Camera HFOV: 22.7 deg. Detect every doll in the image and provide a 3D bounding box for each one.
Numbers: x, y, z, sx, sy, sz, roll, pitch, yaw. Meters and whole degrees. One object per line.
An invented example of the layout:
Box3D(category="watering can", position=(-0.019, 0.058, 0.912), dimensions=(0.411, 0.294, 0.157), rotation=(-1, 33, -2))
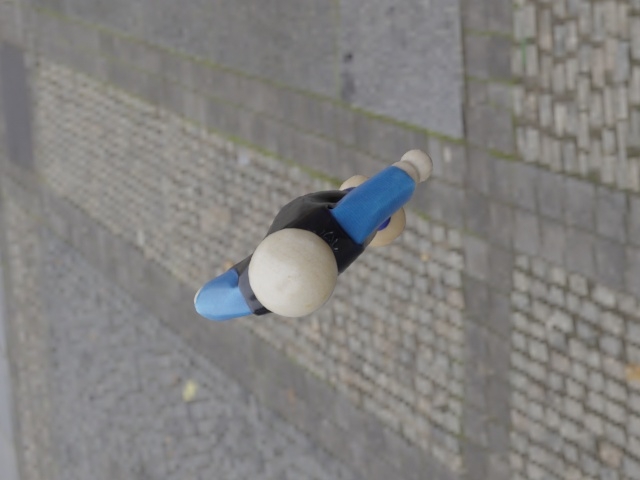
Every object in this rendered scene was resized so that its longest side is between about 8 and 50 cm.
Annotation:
Box3D(category="doll", position=(0.000, 0.000, 0.739), dimensions=(0.046, 0.129, 0.189), rotation=(57, -168, -1))
